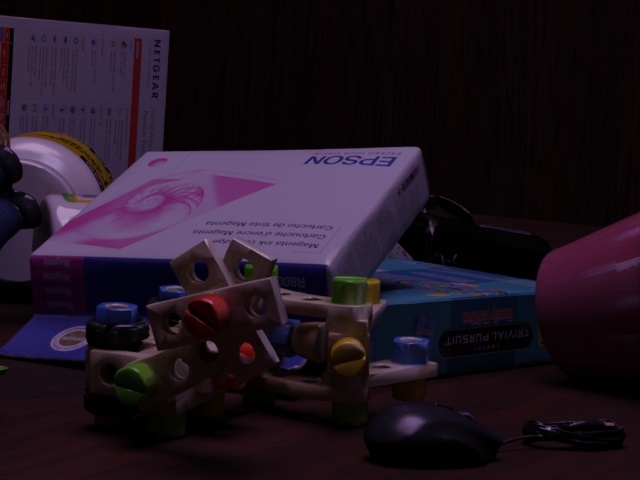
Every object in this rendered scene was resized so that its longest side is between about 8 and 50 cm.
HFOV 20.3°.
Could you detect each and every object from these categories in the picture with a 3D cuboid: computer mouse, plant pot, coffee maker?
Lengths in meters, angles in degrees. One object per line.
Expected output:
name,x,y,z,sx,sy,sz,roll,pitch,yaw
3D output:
computer mouse,0.138,0.142,1.365,0.242,0.041,0.071,1,5,-35
plant pot,0.313,0.057,1.699,0.180,0.201,0.201,-13,-4,33
coffee maker,0.179,0.038,2.112,0.178,0.120,0.171,11,27,-25

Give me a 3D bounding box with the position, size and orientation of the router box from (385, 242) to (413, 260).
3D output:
router box,0.000,0.000,2.039,0.133,0.046,0.179,-19,-51,36

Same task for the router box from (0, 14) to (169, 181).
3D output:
router box,-0.364,-0.134,2.448,0.301,0.336,0.082,1,5,-36

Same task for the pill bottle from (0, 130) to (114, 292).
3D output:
pill bottle,-0.351,-0.036,2.181,0.187,0.188,0.334,3,6,-3

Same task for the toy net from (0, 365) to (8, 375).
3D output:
toy net,-0.363,0.113,1.357,0.232,0.045,0.122,-2,9,-36

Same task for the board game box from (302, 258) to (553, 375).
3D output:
board game box,0.067,0.077,1.817,0.253,0.079,0.336,9,8,42

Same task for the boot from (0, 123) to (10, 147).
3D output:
boot,-0.489,-0.038,1.990,0.283,0.109,0.220,-19,-29,-24

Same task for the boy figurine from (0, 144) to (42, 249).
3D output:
boy figurine,-0.407,0.015,1.810,0.092,0.177,0.285,-2,28,41

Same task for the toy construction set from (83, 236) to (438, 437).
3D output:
toy construction set,-0.056,0.084,1.384,0.215,0.151,0.327,6,-5,22

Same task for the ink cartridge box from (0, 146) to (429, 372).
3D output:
ink cartridge box,-0.101,0.007,1.707,0.324,0.071,0.330,1,28,26

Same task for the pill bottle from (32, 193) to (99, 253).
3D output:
pill bottle,-0.182,0.021,1.944,0.245,0.136,0.136,2,5,-19
